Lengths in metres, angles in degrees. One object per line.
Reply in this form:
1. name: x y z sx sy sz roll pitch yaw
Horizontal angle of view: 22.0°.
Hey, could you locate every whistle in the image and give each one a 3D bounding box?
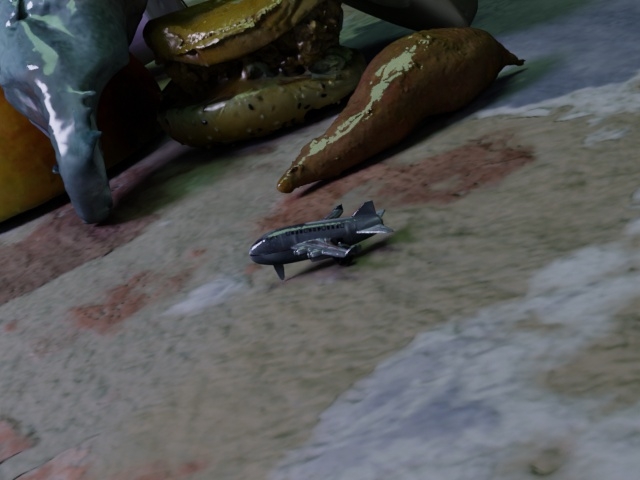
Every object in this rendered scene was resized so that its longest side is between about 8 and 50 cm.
1. whistle: -0.208 -0.173 1.250 0.189 0.189 0.347 -16 61 15

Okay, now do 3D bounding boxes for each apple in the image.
1. apple: -0.267 -0.115 1.418 0.179 0.254 0.346 -59 -3 30

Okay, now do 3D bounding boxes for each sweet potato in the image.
1. sweet potato: 0.052 -0.102 1.138 0.226 0.068 0.068 -31 21 -27

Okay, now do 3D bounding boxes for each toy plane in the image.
1. toy plane: 0.000 0.000 0.956 0.083 0.031 0.078 -20 18 2

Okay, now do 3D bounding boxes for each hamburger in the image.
1. hamburger: -0.044 -0.145 1.306 0.185 0.113 0.177 -24 11 -37

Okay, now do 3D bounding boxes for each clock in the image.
1. clock: 0.018 -0.230 1.313 0.029 0.235 0.235 -63 27 -4

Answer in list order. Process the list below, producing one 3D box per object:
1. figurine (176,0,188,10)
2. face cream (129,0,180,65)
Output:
1. figurine: -0.242 -0.262 1.843 0.154 0.132 0.132 -35 19 1
2. face cream: -0.269 -0.172 1.659 0.274 0.096 0.154 -28 18 22
